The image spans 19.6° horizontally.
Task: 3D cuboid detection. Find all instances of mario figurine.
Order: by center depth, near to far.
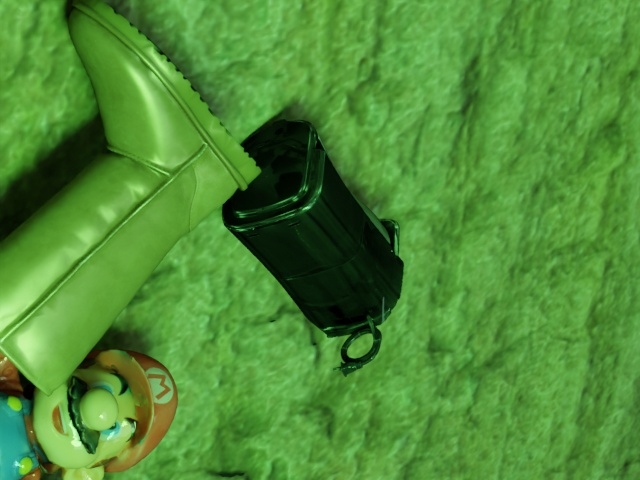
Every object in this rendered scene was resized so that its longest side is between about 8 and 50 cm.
[{"bbox_3d":[-0.268,0.162,1.622,0.321,0.170,0.198,-13,124,-29],"label":"mario figurine"}]

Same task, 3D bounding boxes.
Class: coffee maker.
[{"bbox_3d":[0.000,0.000,1.714,0.120,0.171,0.178,-33,134,8],"label":"coffee maker"}]

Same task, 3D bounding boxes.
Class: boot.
[{"bbox_3d":[-0.208,-0.038,1.544,0.269,0.089,0.236,-44,113,-7],"label":"boot"}]
